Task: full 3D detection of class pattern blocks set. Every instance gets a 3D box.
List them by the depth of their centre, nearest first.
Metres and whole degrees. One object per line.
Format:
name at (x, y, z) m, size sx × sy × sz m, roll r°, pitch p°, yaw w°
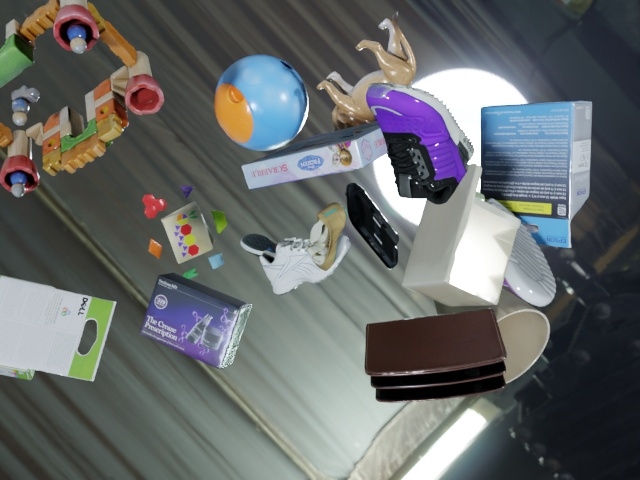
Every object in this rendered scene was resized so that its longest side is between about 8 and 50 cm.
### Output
pattern blocks set at (-0.456, -0.029, 2.175) m, size 0.285 × 0.325 × 0.026 m, roll -17°, pitch -161°, yaw -25°

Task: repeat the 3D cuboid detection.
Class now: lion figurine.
lion figurine at (0.155, -0.434, 1.811) m, size 0.392 × 0.240 × 0.142 m, roll -39°, pitch -170°, yaw 37°

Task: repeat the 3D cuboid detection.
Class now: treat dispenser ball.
treat dispenser ball at (-0.180, -0.420, 1.941) m, size 0.288 × 0.288 × 0.288 m, roll -42°, pitch -178°, yaw 2°

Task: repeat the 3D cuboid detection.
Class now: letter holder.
letter holder at (0.261, 0.287, 1.431) m, size 0.302 × 0.152 × 0.214 m, roll -8°, pitch -158°, yaw 9°

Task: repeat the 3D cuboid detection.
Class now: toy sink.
toy sink at (0.273, -0.004, 1.197) m, size 0.153 × 0.131 × 0.234 m, roll -17°, pitch -128°, yaw 65°

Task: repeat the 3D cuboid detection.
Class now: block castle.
block castle at (-0.606, -0.306, 1.397) m, size 0.453 × 0.213 × 0.303 m, roll -29°, pitch 143°, yaw 11°

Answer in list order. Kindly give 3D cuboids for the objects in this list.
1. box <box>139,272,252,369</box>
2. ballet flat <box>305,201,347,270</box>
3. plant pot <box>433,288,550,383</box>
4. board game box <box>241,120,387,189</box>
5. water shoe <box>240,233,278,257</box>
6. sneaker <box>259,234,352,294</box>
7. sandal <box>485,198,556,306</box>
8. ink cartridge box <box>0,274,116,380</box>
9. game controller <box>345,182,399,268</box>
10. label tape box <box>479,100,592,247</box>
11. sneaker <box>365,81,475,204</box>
box at (-0.351, 0.222, 1.783) m, size 0.103 × 0.261 × 0.184 m, roll 3°, pitch 107°, yaw -78°
ballet flat at (0.000, 0.000, 1.459) m, size 0.073 × 0.080 × 0.232 m, roll -26°, pitch 150°, yaw -29°
plant pot at (0.430, 0.214, 1.731) m, size 0.256 × 0.256 × 0.274 m, roll -42°, pitch -141°, yaw 4°
board game box at (0.029, -0.217, 1.529) m, size 0.319 × 0.066 × 0.318 m, roll -7°, pitch -163°, yaw 35°
water shoe at (-0.151, 0.046, 1.891) m, size 0.073 × 0.203 × 0.080 m, roll -51°, pitch 152°, yaw -42°
sneaker at (-0.048, 0.047, 1.657) m, size 0.297 × 0.129 × 0.111 m, roll -25°, pitch -162°, yaw 35°
sandal at (0.430, 0.042, 1.441) m, size 0.102 × 0.169 × 0.416 m, roll -50°, pitch -170°, yaw 26°
ink cartridge box at (-0.590, 0.200, 1.350) m, size 0.097 × 0.255 × 0.189 m, roll 129°, pitch -27°, yaw -58°
game controller at (0.166, -0.042, 2.015) m, size 0.067 × 0.319 × 0.166 m, roll -13°, pitch -130°, yaw 29°
label tape box at (0.540, -0.172, 1.608) m, size 0.115 × 0.347 × 0.249 m, roll -16°, pitch -163°, yaw -43°
sneaker at (0.160, -0.143, 1.047) m, size 0.102 × 0.293 × 0.146 m, roll 18°, pitch -98°, yaw 42°
